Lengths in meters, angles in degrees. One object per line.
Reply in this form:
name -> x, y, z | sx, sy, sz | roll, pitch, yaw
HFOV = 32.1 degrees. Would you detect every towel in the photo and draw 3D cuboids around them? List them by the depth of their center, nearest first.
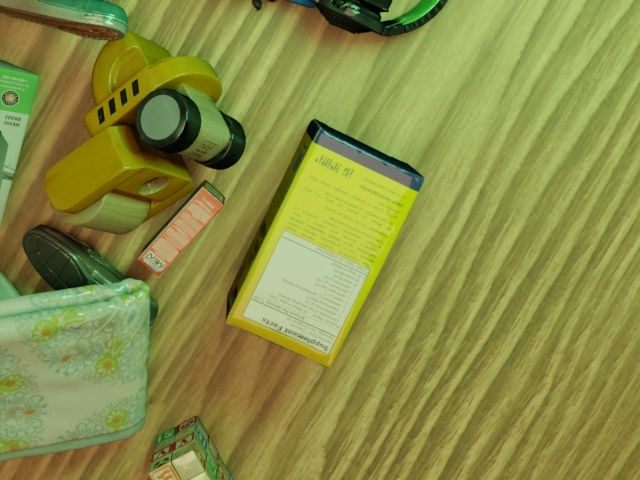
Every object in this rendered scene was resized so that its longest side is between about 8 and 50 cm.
towel -> -0.466, 0.228, 1.842 | 0.374, 0.090, 0.320 | -9, 133, -23

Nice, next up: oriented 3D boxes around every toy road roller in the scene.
toy road roller -> -0.306, -0.185, 1.821 | 0.329, 0.202, 0.240 | -35, 70, 17

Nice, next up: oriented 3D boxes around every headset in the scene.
headset -> 0.057, -0.437, 1.774 | 0.394, 0.185, 0.243 | -12, 114, -20

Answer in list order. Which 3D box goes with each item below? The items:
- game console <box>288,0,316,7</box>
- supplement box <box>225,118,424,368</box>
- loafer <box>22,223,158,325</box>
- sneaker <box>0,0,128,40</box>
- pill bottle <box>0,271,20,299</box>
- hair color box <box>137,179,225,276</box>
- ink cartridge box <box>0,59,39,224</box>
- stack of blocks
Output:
game console -> -0.098, -0.564, 1.845 | 0.250, 0.173, 0.293 | 9, 103, -37
supplement box -> 0.000, 0.000, 1.880 | 0.194, 0.195, 0.356 | 26, 98, -8
loafer -> -0.397, 0.065, 1.936 | 0.267, 0.084, 0.096 | 43, 127, -7
sneaker -> -0.427, -0.405, 1.769 | 0.302, 0.108, 0.121 | 19, 88, 21
pill bottle -> -0.667, 0.174, 1.875 | 0.323, 0.181, 0.181 | -39, 101, 4
hair color box -> -0.237, -0.022, 1.911 | 0.053, 0.093, 0.167 | 43, 96, -10
ink cartridge box -> -0.601, -0.158, 1.794 | 0.211, 0.121, 0.289 | 5, 105, -48
stack of blocks -> -0.189, 0.481, 1.976 | 0.087, 0.171, 0.297 | -28, 102, 2
